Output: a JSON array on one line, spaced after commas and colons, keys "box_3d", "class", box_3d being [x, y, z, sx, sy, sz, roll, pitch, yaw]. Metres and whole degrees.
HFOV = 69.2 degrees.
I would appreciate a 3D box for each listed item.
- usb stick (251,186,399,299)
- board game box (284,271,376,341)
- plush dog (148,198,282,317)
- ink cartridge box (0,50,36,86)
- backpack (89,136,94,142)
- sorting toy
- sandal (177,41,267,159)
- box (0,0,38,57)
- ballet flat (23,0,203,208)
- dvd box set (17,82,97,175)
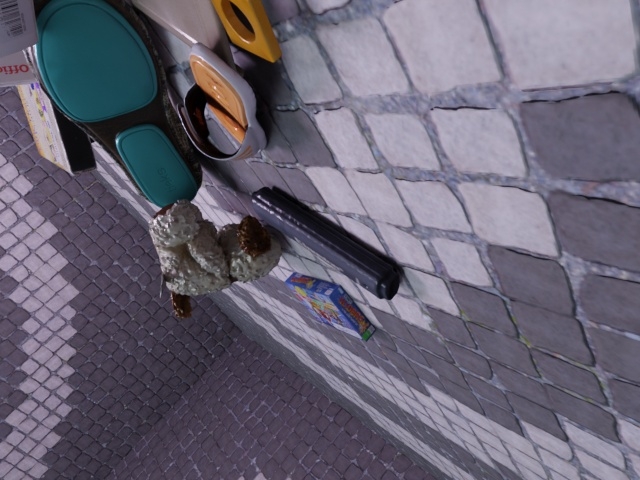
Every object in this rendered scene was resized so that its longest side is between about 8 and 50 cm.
[{"box_3d": [0.000, 0.000, 0.714, 0.278, 0.045, 0.077, 33, 158, 27], "class": "usb stick"}, {"box_3d": [0.015, 0.138, 0.993, 0.136, 0.035, 0.201, 52, 160, -23], "class": "board game box"}, {"box_3d": [-0.189, 0.033, 0.921, 0.262, 0.225, 0.211, 104, 157, -81], "class": "plush dog"}, {"box_3d": [-0.671, -0.410, 0.884, 0.168, 0.171, 0.233, 19, 123, 50], "class": "ink cartridge box"}, {"box_3d": [-0.586, -0.313, 1.176, 0.105, 0.084, 0.114, 11, 136, 57], "class": "backpack"}, {"box_3d": [-0.150, -0.268, 0.447, 0.347, 0.047, 0.196, 40, 168, 19], "class": "sorting toy"}, {"box_3d": [-0.127, -0.144, 0.547, 0.102, 0.076, 0.265, 42, 176, -1], "class": "sandal"}, {"box_3d": [-0.387, -0.360, 0.401, 0.322, 0.058, 0.232, 46, 147, -2], "class": "box"}, {"box_3d": [-0.313, -0.229, 0.733, 0.483, 0.164, 0.182, 85, 162, -66], "class": "ballet flat"}, {"box_3d": [-0.657, -0.337, 1.118, 0.420, 0.062, 0.308, 20, 123, 49], "class": "dvd box set"}]
